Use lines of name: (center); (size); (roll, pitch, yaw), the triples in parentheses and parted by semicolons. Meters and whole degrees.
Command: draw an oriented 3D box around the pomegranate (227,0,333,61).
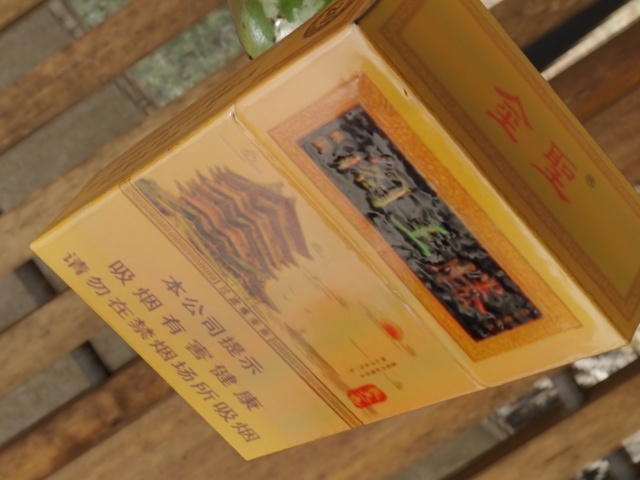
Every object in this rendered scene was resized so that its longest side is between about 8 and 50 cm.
pomegranate: (0.034, -0.212, 1.025); (0.187, 0.225, 0.187); (57, 176, 6)

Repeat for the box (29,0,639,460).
box: (0.000, 0.000, 0.584); (0.174, 0.274, 0.076); (46, -131, -16)
